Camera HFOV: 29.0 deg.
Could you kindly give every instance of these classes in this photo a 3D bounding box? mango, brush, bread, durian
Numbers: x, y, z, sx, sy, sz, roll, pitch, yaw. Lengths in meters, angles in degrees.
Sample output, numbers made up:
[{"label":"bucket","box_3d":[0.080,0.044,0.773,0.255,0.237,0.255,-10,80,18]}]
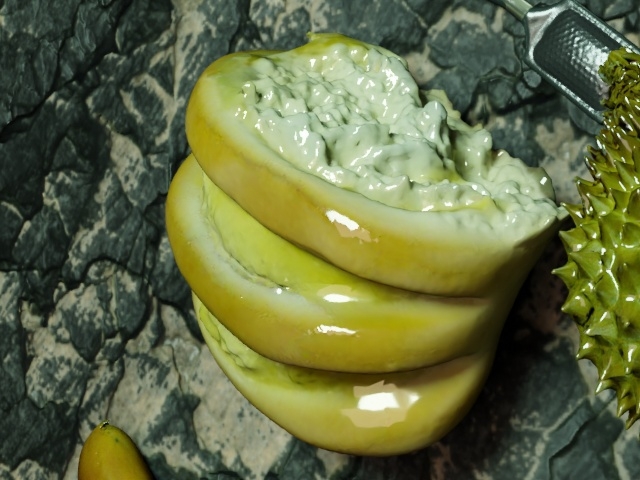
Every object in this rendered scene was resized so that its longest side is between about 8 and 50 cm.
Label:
[{"label":"mango","box_3d":[-0.185,0.229,1.142,0.077,0.063,0.127,-40,61,30]},{"label":"brush","box_3d":[0.170,-0.168,0.962,0.193,0.016,0.063,45,109,27]},{"label":"bread","box_3d":[0.000,0.000,0.934,0.316,0.211,0.270,48,125,37]},{"label":"durian","box_3d":[0.249,-0.001,0.814,0.172,0.166,0.306,-20,75,27]}]
